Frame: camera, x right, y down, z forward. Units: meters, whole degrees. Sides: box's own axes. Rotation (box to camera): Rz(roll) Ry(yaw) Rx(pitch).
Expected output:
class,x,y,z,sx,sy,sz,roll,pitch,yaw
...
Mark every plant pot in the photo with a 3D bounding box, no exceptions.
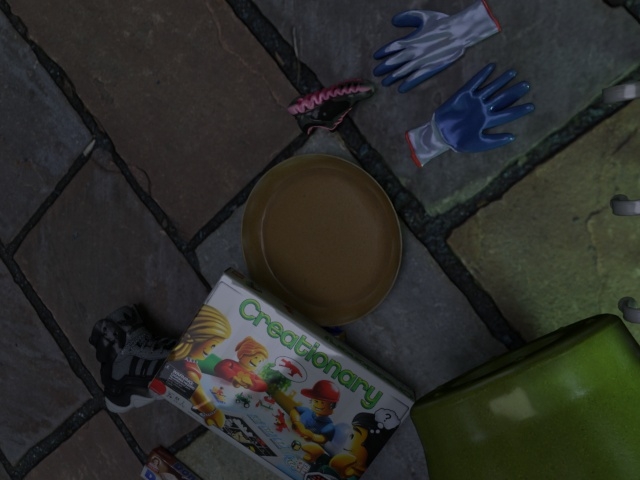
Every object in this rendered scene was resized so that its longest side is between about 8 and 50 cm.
class,x,y,z,sx,sy,sz,roll,pitch,yaw
plant pot,0.000,0.000,0.773,0.236,0.032,0.236,4,101,22
plant pot,0.271,0.275,0.559,0.367,0.366,0.352,-33,73,25

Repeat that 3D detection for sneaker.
class,x,y,z,sx,sy,sz,roll,pitch,yaw
sneaker,0.018,-0.170,0.733,0.119,0.047,0.057,-12,117,26
sneaker,-0.263,0.165,0.878,0.269,0.101,0.153,-25,91,28

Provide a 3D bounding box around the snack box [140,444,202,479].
class,x,y,z,sx,sy,sz,roll,pitch,yaw
snack box,-0.223,0.424,0.954,0.178,0.022,0.064,32,112,15

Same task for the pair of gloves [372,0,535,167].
class,x,y,z,sx,sy,sz,roll,pitch,yaw
pair of gloves,0.152,-0.192,0.676,0.159,0.023,0.198,-24,90,25

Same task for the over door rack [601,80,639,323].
class,x,y,z,sx,sy,sz,roll,pitch,yaw
over door rack,0.444,-0.055,0.537,0.324,0.108,0.239,-8,98,11

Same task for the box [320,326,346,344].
class,x,y,z,sx,sy,sz,roll,pitch,yaw
box,0.000,0.182,0.809,0.081,0.028,0.136,-4,100,25

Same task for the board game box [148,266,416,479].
class,x,y,z,sx,sy,sz,roll,pitch,yaw
board game box,-0.051,0.200,0.764,0.305,0.053,0.193,34,98,0
